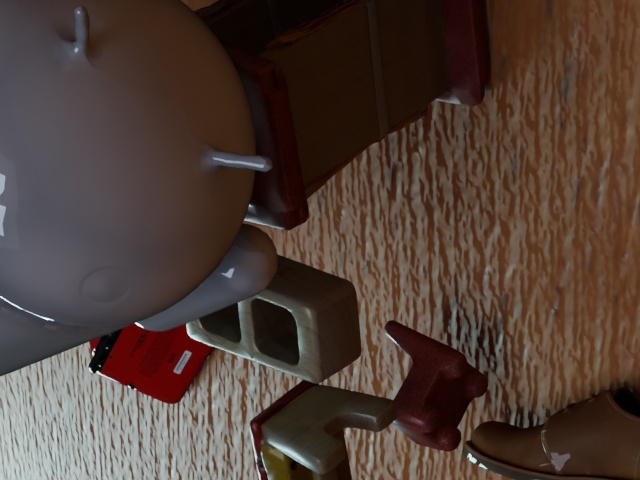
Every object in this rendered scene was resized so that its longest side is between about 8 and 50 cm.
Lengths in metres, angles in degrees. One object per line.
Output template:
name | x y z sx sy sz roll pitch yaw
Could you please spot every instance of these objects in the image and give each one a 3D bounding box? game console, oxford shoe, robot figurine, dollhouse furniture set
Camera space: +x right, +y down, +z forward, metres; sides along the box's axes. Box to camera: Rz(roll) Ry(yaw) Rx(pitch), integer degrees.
game console | -0.146 0.054 1.498 0.124 0.085 0.144 24 139 -7
oxford shoe | 0.181 0.134 1.177 0.212 0.076 0.076 1 85 49
robot figurine | -0.171 -0.035 0.996 0.300 0.200 0.353 27 152 -28
dollhouse furniture set | 0.000 0.000 1.162 0.152 0.201 0.374 18 128 39
